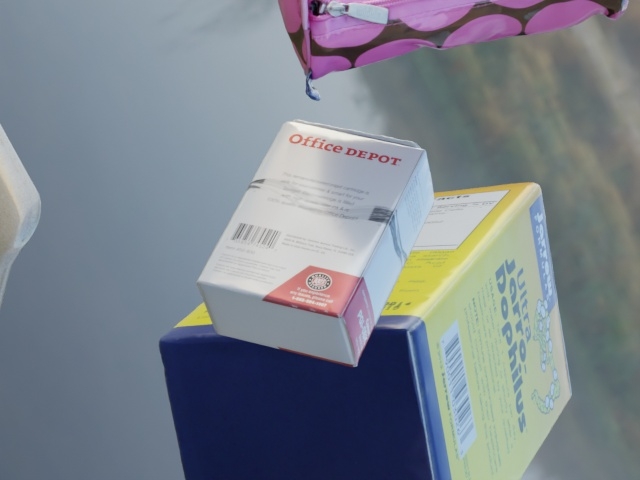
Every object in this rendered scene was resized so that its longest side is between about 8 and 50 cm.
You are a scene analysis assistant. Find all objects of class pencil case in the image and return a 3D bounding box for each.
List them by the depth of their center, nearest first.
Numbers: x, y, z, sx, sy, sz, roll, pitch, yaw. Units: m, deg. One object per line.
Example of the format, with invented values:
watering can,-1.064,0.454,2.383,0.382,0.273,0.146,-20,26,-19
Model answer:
pencil case,0.080,-0.151,1.187,0.098,0.209,0.095,131,-55,-84

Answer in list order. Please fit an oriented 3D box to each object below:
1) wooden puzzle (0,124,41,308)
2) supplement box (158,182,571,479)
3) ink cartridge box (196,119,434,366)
wooden puzzle,-0.211,-0.017,1.009,0.044,0.238,0.221,-14,58,-33
supplement box,0.049,0.100,1.529,0.356,0.194,0.195,-41,124,-62
ink cartridge box,0.000,0.000,1.217,0.135,0.099,0.056,-62,153,-32
